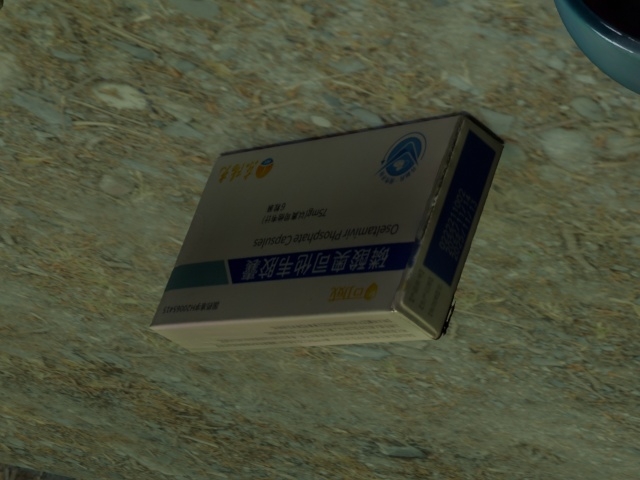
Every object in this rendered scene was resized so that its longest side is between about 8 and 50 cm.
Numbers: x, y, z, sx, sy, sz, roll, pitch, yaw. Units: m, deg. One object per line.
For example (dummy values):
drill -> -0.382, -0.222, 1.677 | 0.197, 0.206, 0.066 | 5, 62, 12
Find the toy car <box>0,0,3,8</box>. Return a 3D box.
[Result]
toy car -> -0.442, -0.222, 1.579 | 0.336, 0.226, 0.242 | 15, 159, 10

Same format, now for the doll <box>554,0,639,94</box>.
doll -> 0.221, -0.195, 1.228 | 0.177, 0.141, 0.314 | 43, 159, 29

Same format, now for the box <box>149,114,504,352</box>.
box -> 0.000, 0.000, 1.810 | 0.343, 0.200, 0.065 | -7, 145, 48
